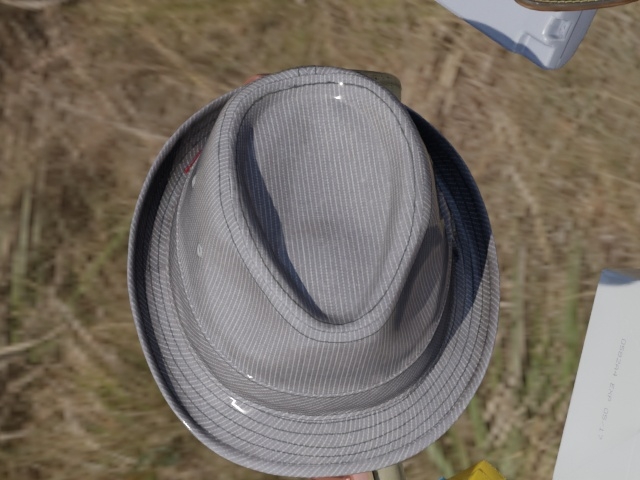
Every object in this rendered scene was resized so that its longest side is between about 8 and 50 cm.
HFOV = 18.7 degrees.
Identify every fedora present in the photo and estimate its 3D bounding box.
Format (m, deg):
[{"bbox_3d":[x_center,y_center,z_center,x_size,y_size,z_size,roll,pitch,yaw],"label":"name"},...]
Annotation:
[{"bbox_3d":[0.000,0.000,1.228,0.244,0.124,0.275,2,67,-4],"label":"fedora"}]

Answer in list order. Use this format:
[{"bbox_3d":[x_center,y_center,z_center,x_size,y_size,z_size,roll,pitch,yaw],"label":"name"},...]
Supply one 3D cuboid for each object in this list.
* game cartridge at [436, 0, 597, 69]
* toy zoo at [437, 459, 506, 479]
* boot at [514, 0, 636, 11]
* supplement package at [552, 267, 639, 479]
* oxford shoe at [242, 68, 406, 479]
[{"bbox_3d":[0.158,-0.297,1.410,0.196,0.060,0.294,37,118,28],"label":"game cartridge"},{"bbox_3d":[0.057,0.296,1.645,0.030,0.293,0.192,43,132,-7],"label":"toy zoo"},{"bbox_3d":[0.219,-0.228,1.263,0.219,0.106,0.082,-22,46,-6],"label":"boot"},{"bbox_3d":[0.375,0.144,1.711,0.198,0.263,0.199,20,102,40],"label":"supplement package"},{"bbox_3d":[0.040,0.055,1.551,0.147,0.140,0.397,-11,96,-22],"label":"oxford shoe"}]
